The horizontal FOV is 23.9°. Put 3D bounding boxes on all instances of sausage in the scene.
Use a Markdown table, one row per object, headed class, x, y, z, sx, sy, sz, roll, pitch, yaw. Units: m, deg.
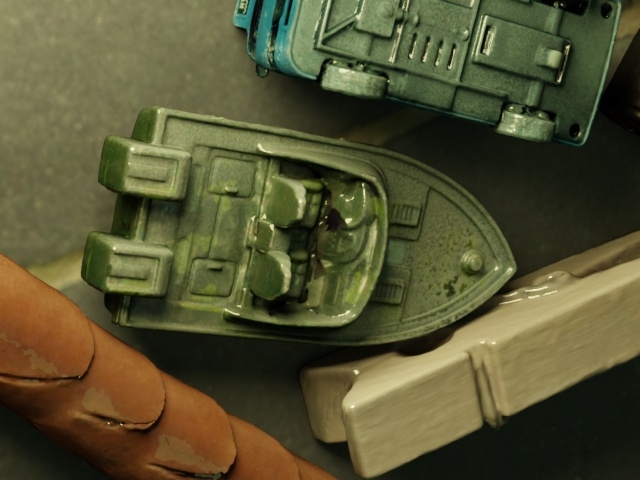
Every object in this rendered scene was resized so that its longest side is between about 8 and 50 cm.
| class | x | y | z | sx | sy | sz | roll | pitch | yaw |
| --- | --- | --- | --- | --- | --- | --- | --- | --- | --- |
| sausage | -0.103 | 0.127 | 0.988 | 0.433 | 0.088 | 0.088 | 38 | 81 | -28 |

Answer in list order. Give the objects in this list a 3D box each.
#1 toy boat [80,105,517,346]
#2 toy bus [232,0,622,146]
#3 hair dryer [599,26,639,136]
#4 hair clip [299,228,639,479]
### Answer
| class | x | y | z | sx | sy | sz | roll | pitch | yaw |
| --- | --- | --- | --- | --- | --- | --- | --- | --- | --- |
| toy boat | 0.000 | 0.000 | 1.013 | 0.320 | 0.092 | 0.141 | 7 | 98 | -30 |
| toy bus | 0.069 | -0.140 | 0.998 | 0.246 | 0.134 | 0.113 | 10 | 97 | -31 |
| hair dryer | 0.224 | -0.202 | 1.112 | 0.251 | 0.089 | 0.197 | 29 | 88 | -20 |
| hair clip | 0.149 | 0.076 | 1.108 | 0.331 | 0.101 | 0.085 | -23 | 115 | -21 |
